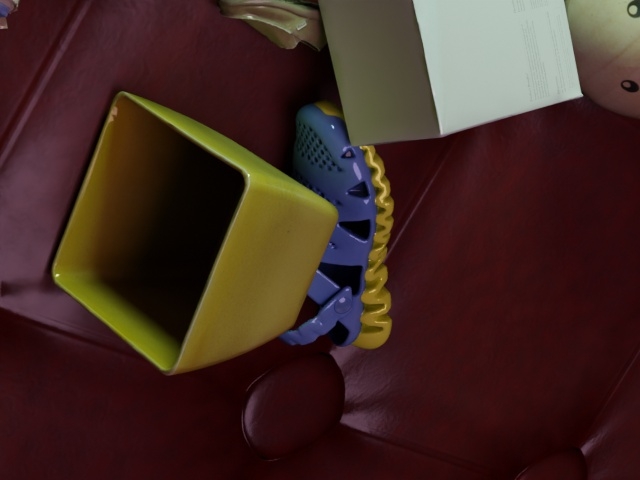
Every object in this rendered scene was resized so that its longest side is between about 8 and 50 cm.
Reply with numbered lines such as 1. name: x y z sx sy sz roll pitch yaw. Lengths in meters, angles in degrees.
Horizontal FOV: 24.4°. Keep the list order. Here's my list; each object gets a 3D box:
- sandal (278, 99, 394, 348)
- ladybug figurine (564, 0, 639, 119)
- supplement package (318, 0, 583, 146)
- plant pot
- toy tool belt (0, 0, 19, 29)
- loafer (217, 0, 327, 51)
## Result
1. sandal: 0.000 0.000 1.613 0.138 0.126 0.317 -17 121 -21
2. ladybug figurine: 0.493 -0.283 1.751 0.449 0.162 0.305 -22 125 -22
3. supplement package: 0.129 -0.212 1.503 0.203 0.149 0.194 -18 99 -35
4. plant pot: -0.110 -0.003 1.492 0.187 0.212 0.212 7 111 -49
5. toy tool belt: -0.310 -0.224 1.329 0.083 0.052 0.051 19 95 -38
6. loafer: -0.041 -0.221 1.503 0.148 0.056 0.050 5 105 -35
